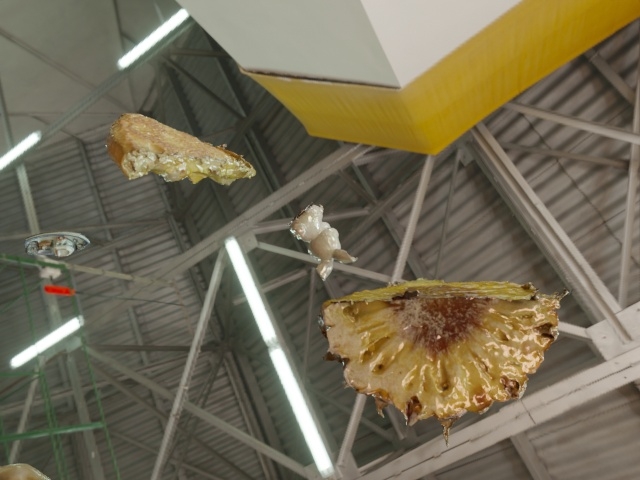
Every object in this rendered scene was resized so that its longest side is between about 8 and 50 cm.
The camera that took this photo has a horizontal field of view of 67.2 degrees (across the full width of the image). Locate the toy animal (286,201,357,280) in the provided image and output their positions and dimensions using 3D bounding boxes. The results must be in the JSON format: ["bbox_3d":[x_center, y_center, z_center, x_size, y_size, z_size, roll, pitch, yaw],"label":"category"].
[{"bbox_3d":[0.001,-0.001,0.854,0.071,0.085,0.124,-37,-85,10],"label":"toy animal"}]

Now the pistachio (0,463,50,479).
[{"bbox_3d":[-0.607,0.509,0.946,0.215,0.143,0.144,-39,-121,52],"label":"pistachio"}]

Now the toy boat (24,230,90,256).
[{"bbox_3d":[-0.630,0.012,1.154,0.066,0.139,0.059,-122,-146,-45],"label":"toy boat"}]

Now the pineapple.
[{"bbox_3d":[0.179,0.171,0.769,0.344,0.286,0.209,-3,-91,7],"label":"pineapple"}]

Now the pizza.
[{"bbox_3d":[-0.262,-0.153,0.927,0.280,0.287,0.075,-115,-136,-60],"label":"pizza"}]
